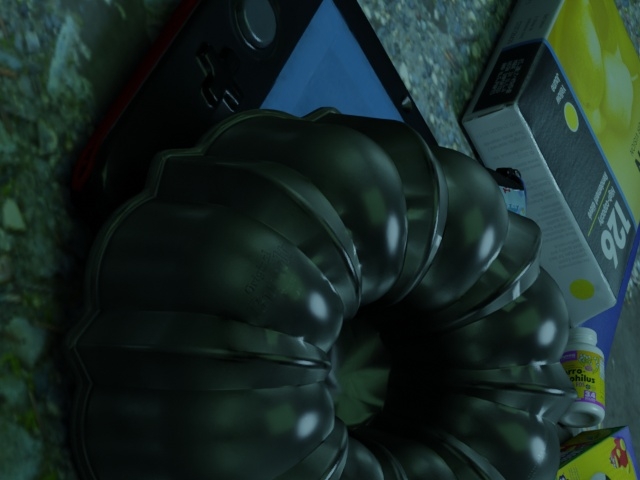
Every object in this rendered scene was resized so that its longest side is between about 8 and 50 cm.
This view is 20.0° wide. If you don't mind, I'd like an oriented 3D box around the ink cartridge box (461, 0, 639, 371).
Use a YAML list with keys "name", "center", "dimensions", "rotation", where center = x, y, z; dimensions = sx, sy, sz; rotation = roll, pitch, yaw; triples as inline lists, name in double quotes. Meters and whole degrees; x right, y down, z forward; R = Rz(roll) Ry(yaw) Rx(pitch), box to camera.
- name: "ink cartridge box"
  center: [0.256, -0.078, 1.717]
  dimensions: [0.307, 0.072, 0.304]
  rotation: [58, 34, -24]

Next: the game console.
- name: "game console"
  center: [0.000, 0.000, 1.256]
  dimensions: [0.387, 0.060, 0.342]
  rotation: [58, 34, -27]

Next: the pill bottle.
- name: "pill bottle"
  center: [0.228, 0.120, 1.603]
  dimensions: [0.043, 0.043, 0.083]
  rotation: [40, 44, -45]

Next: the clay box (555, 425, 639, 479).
- name: "clay box"
  center: [0.211, 0.241, 1.511]
  dimensions: [0.222, 0.053, 0.127]
  rotation: [-17, 93, -61]

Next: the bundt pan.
- name: "bundt pan"
  center: [0.023, 0.079, 1.067]
  dimensions: [0.330, 0.124, 0.331]
  rotation: [1, 88, -36]

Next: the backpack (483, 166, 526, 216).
- name: "backpack"
  center: [0.083, 0.009, 1.248]
  dimensions: [0.084, 0.105, 0.114]
  rotation: [4, 83, -43]
